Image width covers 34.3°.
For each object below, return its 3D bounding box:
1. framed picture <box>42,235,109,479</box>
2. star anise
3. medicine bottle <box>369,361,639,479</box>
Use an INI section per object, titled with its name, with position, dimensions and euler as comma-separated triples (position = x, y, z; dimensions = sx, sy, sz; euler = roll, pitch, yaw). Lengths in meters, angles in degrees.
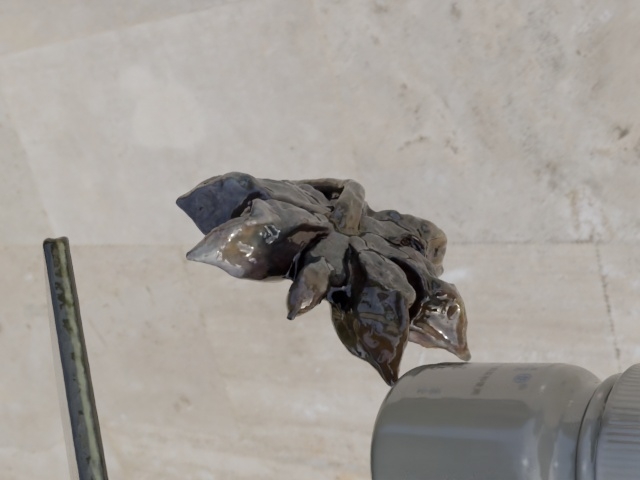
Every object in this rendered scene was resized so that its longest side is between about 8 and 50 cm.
[framed picture]
position = -0.120, 0.174, 0.559
dimensions = 0.347, 0.016, 0.265
euler = 125, 135, -67
[star anise]
position = -0.001, 0.000, 0.722
dimensions = 0.262, 0.230, 0.081
euler = 45, 124, 44
[medicine bottle]
position = 0.117, 0.113, 0.522
dimensions = 0.168, 0.105, 0.105
euler = -5, 110, 40
